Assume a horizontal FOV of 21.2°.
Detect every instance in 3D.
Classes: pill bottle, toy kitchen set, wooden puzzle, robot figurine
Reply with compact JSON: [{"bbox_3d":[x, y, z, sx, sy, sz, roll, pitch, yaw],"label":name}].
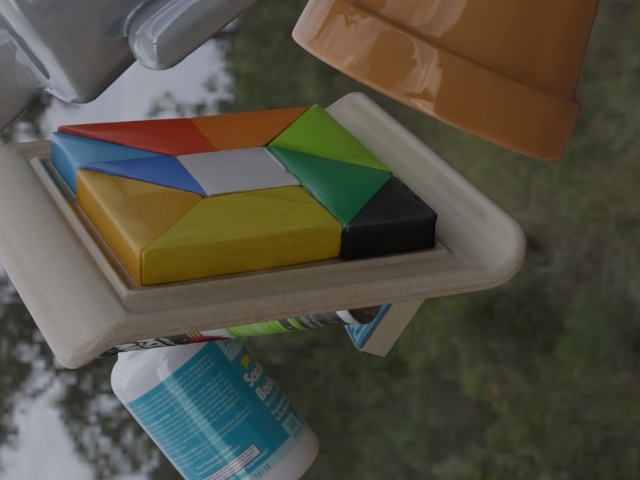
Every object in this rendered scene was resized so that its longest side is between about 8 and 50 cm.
[{"bbox_3d":[-0.132,0.173,1.894,0.264,0.146,0.146,52,-176,-8],"label":"pill bottle"},{"bbox_3d":[0.000,0.000,1.825,0.122,0.166,0.207,-58,36,23],"label":"toy kitchen set"},{"bbox_3d":[-0.046,-0.021,0.880,0.221,0.239,0.044,-133,37,-55],"label":"wooden puzzle"},{"bbox_3d":[-0.159,-0.238,1.212,0.353,0.300,0.200,-46,-22,-8],"label":"robot figurine"}]

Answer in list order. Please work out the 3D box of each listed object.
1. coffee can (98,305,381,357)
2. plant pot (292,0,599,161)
[{"bbox_3d":[-0.097,-0.005,1.599,0.201,0.275,0.201,-8,-90,-71],"label":"coffee can"},{"bbox_3d":[0.145,-0.228,1.646,0.291,0.291,0.203,-99,33,-77],"label":"plant pot"}]
